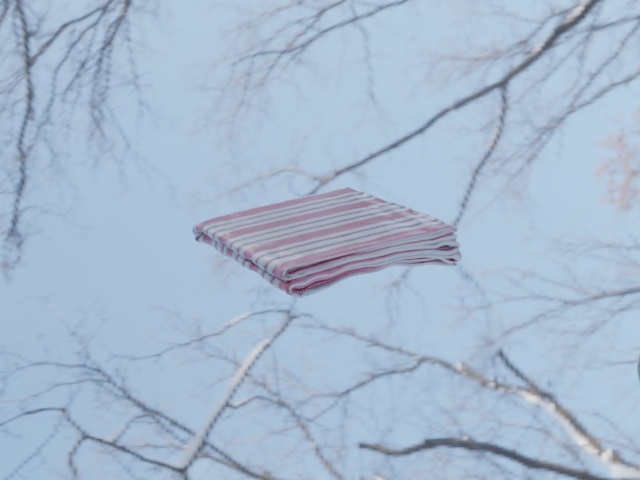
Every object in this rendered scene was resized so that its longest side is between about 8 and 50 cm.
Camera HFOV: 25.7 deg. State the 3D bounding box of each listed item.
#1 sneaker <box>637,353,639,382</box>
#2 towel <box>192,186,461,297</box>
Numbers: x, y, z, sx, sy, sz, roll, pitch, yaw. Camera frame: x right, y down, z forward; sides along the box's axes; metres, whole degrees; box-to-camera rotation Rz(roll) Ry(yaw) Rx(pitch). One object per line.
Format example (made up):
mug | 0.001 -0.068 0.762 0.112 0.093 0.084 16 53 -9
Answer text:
sneaker | 0.175 0.053 0.400 0.084 0.215 0.083 10 -98 -33
towel | 0.000 0.000 1.061 0.144 0.197 0.029 -12 -74 -22
